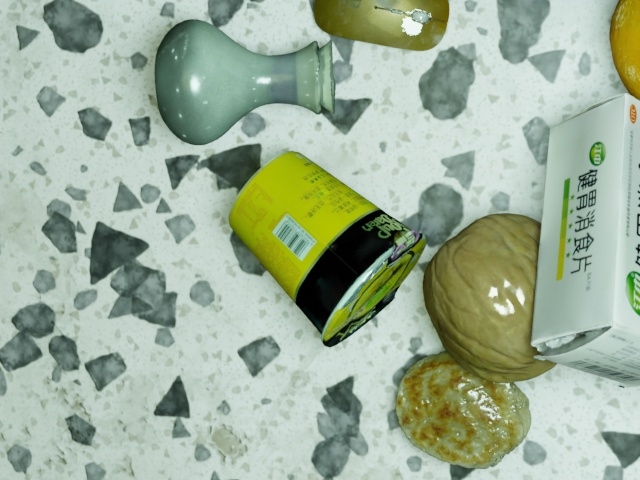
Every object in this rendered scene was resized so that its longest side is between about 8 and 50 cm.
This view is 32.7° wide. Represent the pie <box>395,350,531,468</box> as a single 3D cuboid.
[{"bbox_3d":[0.204,0.238,1.554,0.193,0.079,0.163,20,111,18],"label":"pie"}]

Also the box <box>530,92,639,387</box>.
[{"bbox_3d":[0.381,0.006,1.366,0.173,0.145,0.333,21,64,-25],"label":"box"}]

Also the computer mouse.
[{"bbox_3d":[0.085,-0.332,1.568,0.199,0.045,0.102,15,100,13],"label":"computer mouse"}]

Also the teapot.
[{"bbox_3d":[-0.105,-0.228,1.565,0.251,0.183,0.183,-1,94,3],"label":"teapot"}]

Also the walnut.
[{"bbox_3d":[0.247,0.080,1.464,0.228,0.228,0.228,1,94,14],"label":"walnut"}]

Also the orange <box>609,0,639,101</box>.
[{"bbox_3d":[0.474,-0.260,1.396,0.219,0.193,0.219,-5,100,-28],"label":"orange"}]

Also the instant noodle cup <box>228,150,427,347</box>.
[{"bbox_3d":[0.000,0.000,1.542,0.236,0.215,0.215,42,102,15],"label":"instant noodle cup"}]
